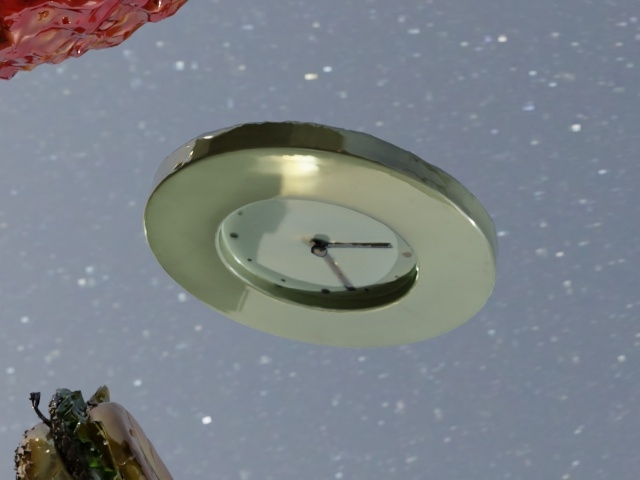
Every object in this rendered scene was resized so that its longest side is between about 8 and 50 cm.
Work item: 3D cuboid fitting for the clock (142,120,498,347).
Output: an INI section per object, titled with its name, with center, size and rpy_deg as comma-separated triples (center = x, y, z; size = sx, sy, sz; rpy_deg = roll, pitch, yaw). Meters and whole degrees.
[clock]
center = 0.000, 0.000, 0.999
size = 0.235, 0.235, 0.029
rpy_deg = -23, -136, 42

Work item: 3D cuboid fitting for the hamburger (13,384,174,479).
[hamburger]
center = -0.152, 0.190, 1.087
size = 0.093, 0.164, 0.189
rpy_deg = -31, -94, -3

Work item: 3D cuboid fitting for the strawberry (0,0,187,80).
[strawberry]
center = -0.044, -0.204, 0.539
size = 0.267, 0.312, 0.351
rpy_deg = 41, -80, 32
